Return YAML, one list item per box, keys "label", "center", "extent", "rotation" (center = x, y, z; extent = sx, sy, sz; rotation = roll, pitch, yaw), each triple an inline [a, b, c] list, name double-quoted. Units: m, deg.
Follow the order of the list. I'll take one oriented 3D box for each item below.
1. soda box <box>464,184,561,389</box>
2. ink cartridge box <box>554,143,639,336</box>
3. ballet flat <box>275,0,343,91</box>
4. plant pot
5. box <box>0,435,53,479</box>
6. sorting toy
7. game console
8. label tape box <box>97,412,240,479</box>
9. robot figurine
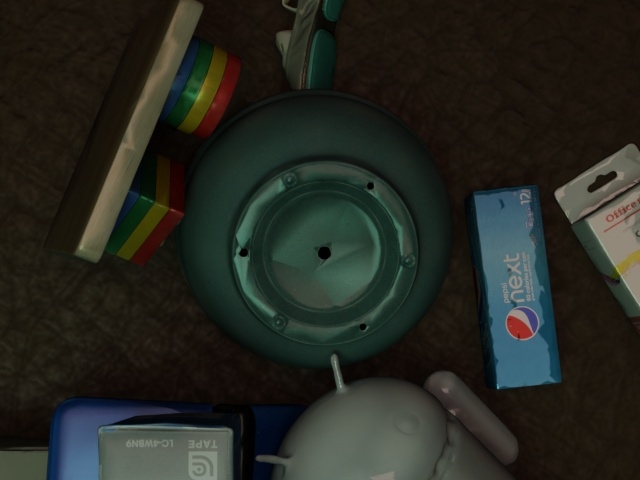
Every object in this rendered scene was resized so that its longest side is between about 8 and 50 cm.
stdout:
- label: "soda box"
  center: [0.203, 0.050, 1.407]
  extent: [0.071, 0.067, 0.210]
  rotation: [-6, 85, -4]
- label: "ink cartridge box"
  center: [0.352, 0.000, 1.420]
  extent: [0.115, 0.067, 0.198]
  rotation: [-32, 87, -5]
- label: "ballet flat"
  center: [-0.013, -0.233, 1.429]
  extent: [0.068, 0.072, 0.213]
  rotation: [9, 83, 25]
- label: "plant pot"
  center: [0.000, 0.000, 1.305]
  extent: [0.293, 0.196, 0.293]
  rotation: [-1, 98, -4]
- label: "box"
  center: [-0.319, 0.311, 1.291]
  extent: [0.149, 0.127, 0.232]
  rotation: [-2, 83, 41]
- label: "sorting toy"
  center: [-0.172, -0.091, 1.312]
  extent: [0.089, 0.255, 0.257]
  rotation: [24, 84, -17]
- label: "game console"
  center: [-0.135, 0.304, 1.315]
  extent: [0.173, 0.250, 0.293]
  rotation: [1, 84, 25]
- label: "label tape box"
  center: [-0.123, 0.322, 1.108]
  extent: [0.115, 0.249, 0.347]
  rotation: [2, 84, -2]
- label: "robot figurine"
  center: [0.091, 0.272, 1.285]
  extent: [0.353, 0.200, 0.300]
  rotation: [47, 54, -19]
